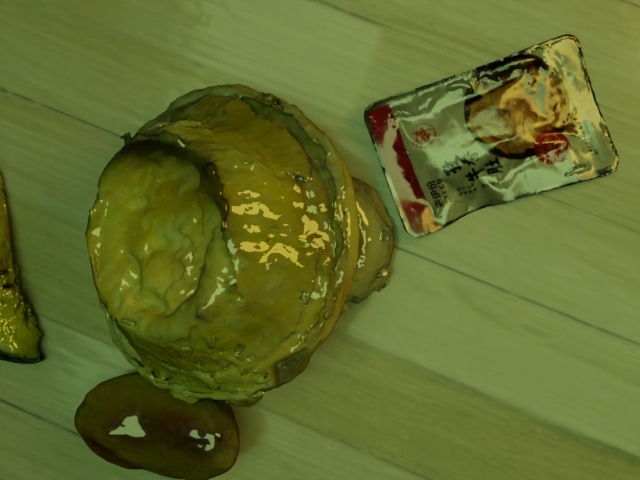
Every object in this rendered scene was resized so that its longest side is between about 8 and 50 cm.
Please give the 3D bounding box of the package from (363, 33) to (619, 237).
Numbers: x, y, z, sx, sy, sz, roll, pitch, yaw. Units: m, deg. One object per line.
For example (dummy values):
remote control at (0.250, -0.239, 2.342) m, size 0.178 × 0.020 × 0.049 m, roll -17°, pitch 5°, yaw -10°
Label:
package at (0.180, -0.108, 1.156) m, size 0.239 × 0.030 × 0.154 m, roll -19°, pitch 90°, yaw 7°

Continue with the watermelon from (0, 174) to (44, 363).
watermelon at (-0.405, 0.004, 1.225) m, size 0.129 × 0.123 × 0.301 m, roll -13°, pitch 88°, yaw -24°

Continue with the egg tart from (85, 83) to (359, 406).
egg tart at (-0.129, 0.002, 1.094) m, size 0.345 × 0.132 × 0.345 m, roll -2°, pitch 86°, yaw 37°

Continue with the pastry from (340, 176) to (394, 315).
pastry at (0.000, 0.000, 1.154) m, size 0.166 × 0.088 × 0.165 m, roll 0°, pitch 89°, yaw 9°

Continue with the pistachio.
pistachio at (-0.169, 0.196, 1.179) m, size 0.189 × 0.100 × 0.110 m, roll 7°, pitch 69°, yaw 17°
